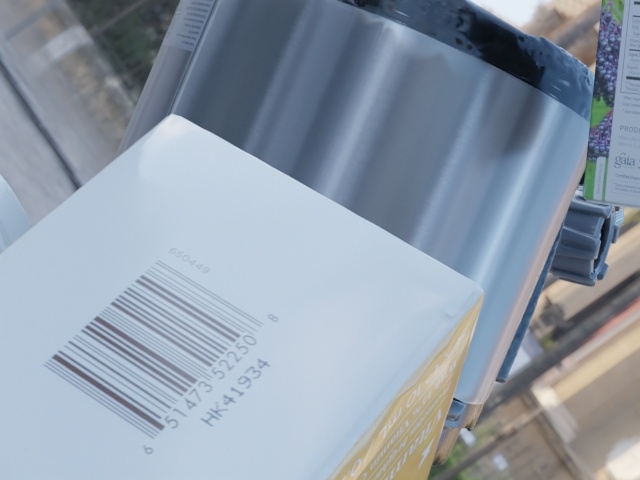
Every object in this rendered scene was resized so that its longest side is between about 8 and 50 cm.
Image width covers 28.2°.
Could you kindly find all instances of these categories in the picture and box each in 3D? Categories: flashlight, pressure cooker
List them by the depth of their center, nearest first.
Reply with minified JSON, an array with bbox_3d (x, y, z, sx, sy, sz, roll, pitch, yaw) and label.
[{"bbox_3d":[-0.006,-0.002,1.054,0.375,0.420,0.370,23,1,13],"label":"pressure cooker"},{"bbox_3d":[0.163,-0.033,1.373,0.304,0.103,0.103,15,20,21],"label":"flashlight"}]

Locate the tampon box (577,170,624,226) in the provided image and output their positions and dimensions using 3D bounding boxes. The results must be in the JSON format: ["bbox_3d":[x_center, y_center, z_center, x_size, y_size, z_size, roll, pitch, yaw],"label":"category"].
[{"bbox_3d":[0.312,-0.090,1.605,0.101,0.120,0.161,-19,109,-62],"label":"tampon box"}]

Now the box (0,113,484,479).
[{"bbox_3d":[-0.074,0.154,0.604,0.168,0.215,0.345,30,-39,18],"label":"box"}]

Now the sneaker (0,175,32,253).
[{"bbox_3d":[-0.270,0.127,1.021,0.135,0.150,0.366,-15,-79,51],"label":"sneaker"}]

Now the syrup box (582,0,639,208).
[{"bbox_3d":[0.240,-0.141,0.828,0.093,0.096,0.237,-22,117,-57],"label":"syrup box"}]
